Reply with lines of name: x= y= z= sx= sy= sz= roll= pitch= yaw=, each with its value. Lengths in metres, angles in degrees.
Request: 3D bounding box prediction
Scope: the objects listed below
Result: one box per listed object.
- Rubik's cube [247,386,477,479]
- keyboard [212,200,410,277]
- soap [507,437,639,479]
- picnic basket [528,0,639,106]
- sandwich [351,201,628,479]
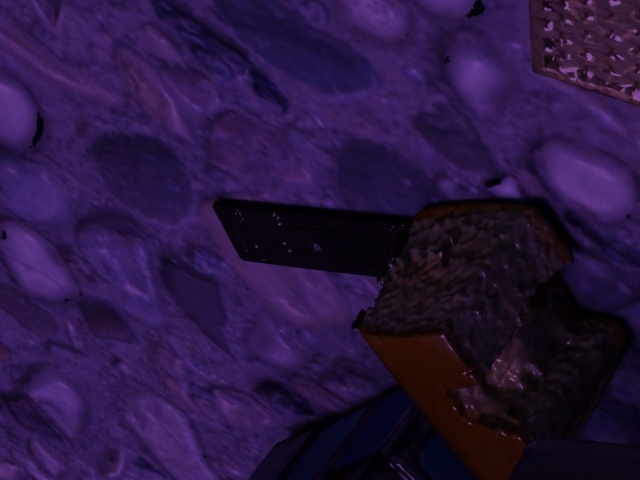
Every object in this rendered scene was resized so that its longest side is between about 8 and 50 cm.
Rubik's cube: x=0.065 y=0.364 z=1.411 sx=0.362 sy=0.359 sz=0.363 roll=46 pitch=150 yaw=-6
keyboard: x=0.000 y=0.000 z=1.341 sx=0.204 sy=0.013 sz=0.061 roll=7 pitch=136 yaw=43
soap: x=0.274 y=0.272 z=1.115 sx=0.285 sy=0.107 sz=0.296 roll=3 pitch=128 yaw=35
picnic basket: x=0.207 y=-0.146 z=0.814 sx=0.196 sy=0.134 sz=0.154 roll=23 pitch=149 yaw=26
sandwich: x=0.138 y=0.097 z=1.220 sx=0.128 sy=0.122 sz=0.235 roll=-2 pitch=133 yaw=53
